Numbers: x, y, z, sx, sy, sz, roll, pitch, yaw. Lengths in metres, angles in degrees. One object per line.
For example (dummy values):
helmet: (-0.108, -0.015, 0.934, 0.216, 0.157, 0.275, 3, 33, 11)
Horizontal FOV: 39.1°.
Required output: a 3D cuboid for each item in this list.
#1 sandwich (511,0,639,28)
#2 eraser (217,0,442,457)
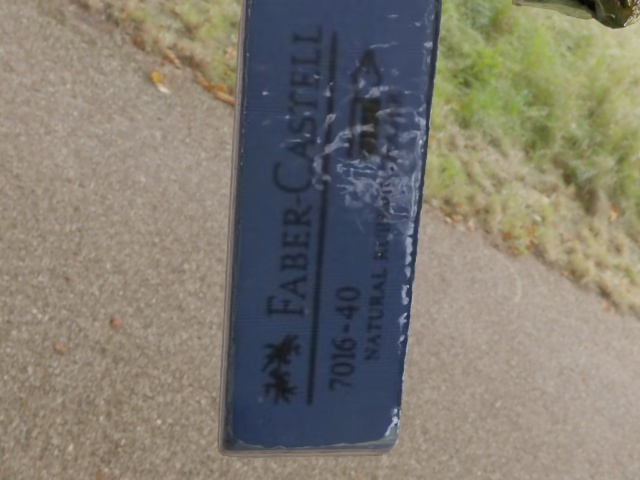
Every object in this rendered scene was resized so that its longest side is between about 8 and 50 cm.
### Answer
sandwich: (0.133, -0.217, 0.379, 0.063, 0.245, 0.212, 9, 16, 8)
eraser: (0.000, 0.000, 0.395, 0.081, 0.225, 0.036, 3, 13, -9)
